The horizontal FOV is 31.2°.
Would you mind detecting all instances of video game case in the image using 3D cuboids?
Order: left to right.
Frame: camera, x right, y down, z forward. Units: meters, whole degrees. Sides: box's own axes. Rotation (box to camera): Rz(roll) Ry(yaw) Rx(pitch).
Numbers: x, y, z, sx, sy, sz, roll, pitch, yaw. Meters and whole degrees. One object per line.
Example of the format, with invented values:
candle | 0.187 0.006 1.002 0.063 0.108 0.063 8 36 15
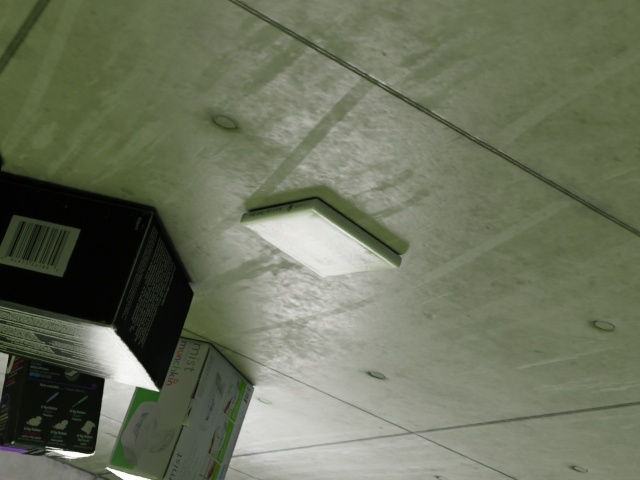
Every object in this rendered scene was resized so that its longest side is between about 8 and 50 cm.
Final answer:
video game case | 0.000 0.000 1.439 0.157 0.019 0.143 34 153 -33

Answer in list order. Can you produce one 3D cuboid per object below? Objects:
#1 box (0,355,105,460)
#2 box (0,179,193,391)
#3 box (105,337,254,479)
box | -0.455 0.230 1.967 0.143 0.270 0.165 13 162 -24
box | -0.369 0.064 1.653 0.296 0.182 0.294 12 157 11
box | -0.248 0.339 2.101 0.127 0.262 0.231 8 157 24
